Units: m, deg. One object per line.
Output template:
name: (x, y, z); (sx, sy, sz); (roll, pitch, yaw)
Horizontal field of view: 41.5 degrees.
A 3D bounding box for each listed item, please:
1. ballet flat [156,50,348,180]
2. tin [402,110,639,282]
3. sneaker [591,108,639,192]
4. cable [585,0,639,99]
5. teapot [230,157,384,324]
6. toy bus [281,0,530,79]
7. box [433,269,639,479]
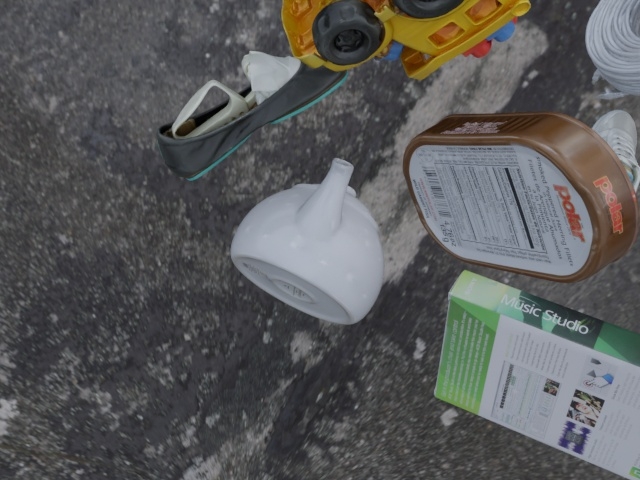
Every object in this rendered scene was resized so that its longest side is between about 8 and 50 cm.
ballet flat: (-0.097, -0.184, 1.119); (0.280, 0.096, 0.095); (-34, 34, 3)
tin: (0.122, -0.028, 0.555); (0.040, 0.189, 0.106); (-34, 110, -21)
sneaker: (0.468, -0.115, 1.339); (0.087, 0.092, 0.229); (26, 66, -12)
cable: (0.569, -0.365, 1.400); (0.089, 0.257, 0.257); (27, 79, -36)
teapot: (0.000, 0.000, 1.287); (0.252, 0.256, 0.187); (41, 69, -35)
toy bus: (0.100, -0.240, 0.857); (0.220, 0.211, 0.149); (-30, 51, 28)
box: (0.318, 0.186, 1.132); (0.322, 0.232, 0.058); (20, 48, 19)
